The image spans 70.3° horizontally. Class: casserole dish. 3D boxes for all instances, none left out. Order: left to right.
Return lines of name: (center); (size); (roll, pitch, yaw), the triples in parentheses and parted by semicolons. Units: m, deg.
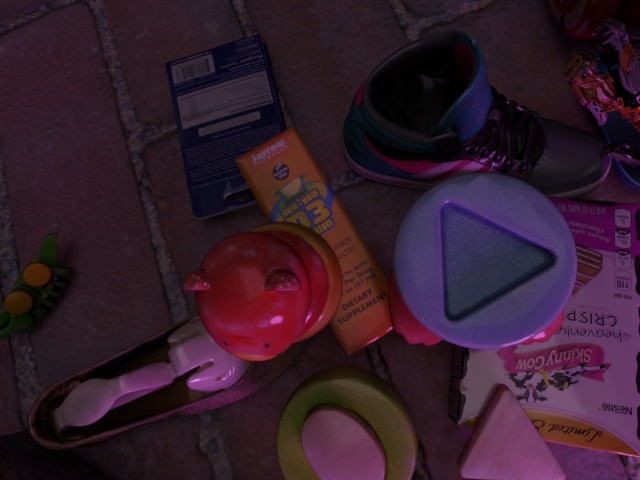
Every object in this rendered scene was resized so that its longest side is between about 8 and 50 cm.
casserole dish: (0.365, -0.135, 0.509); (0.114, 0.037, 0.189); (-14, 73, 5)

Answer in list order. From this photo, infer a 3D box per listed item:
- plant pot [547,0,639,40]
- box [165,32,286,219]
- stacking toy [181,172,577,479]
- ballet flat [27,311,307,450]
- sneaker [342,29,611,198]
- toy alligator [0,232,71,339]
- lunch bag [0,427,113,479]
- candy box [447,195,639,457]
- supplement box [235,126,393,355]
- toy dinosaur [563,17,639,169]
plant pot: (0.348, -0.325, 0.484); (0.173, 0.191, 0.191); (-10, 74, 10)
box: (-0.113, -0.143, 0.580); (0.136, 0.036, 0.226); (-15, 75, 4)
stacking toy: (0.057, 0.095, 0.364); (0.308, 0.130, 0.280); (-13, 84, 10)
ballet flat: (-0.155, 0.140, 0.477); (0.315, 0.106, 0.108); (-27, 73, 0)
sneaker: (0.163, -0.121, 0.461); (0.295, 0.178, 0.124); (7, 77, 10)
toy alligator: (-0.357, 0.082, 0.553); (0.051, 0.056, 0.190); (33, 80, -26)
lunch bag: (-0.296, 0.363, 0.407); (0.235, 0.169, 0.287); (22, 75, 13)
candy box: (0.221, 0.074, 0.457); (0.159, 0.071, 0.234); (6, 77, 11)
supplement box: (0.000, 0.000, 0.488); (0.078, 0.080, 0.234); (-32, 81, 0)
toy dinosaur: (0.395, -0.146, 0.412); (0.321, 0.219, 0.165); (1, 45, -22)
